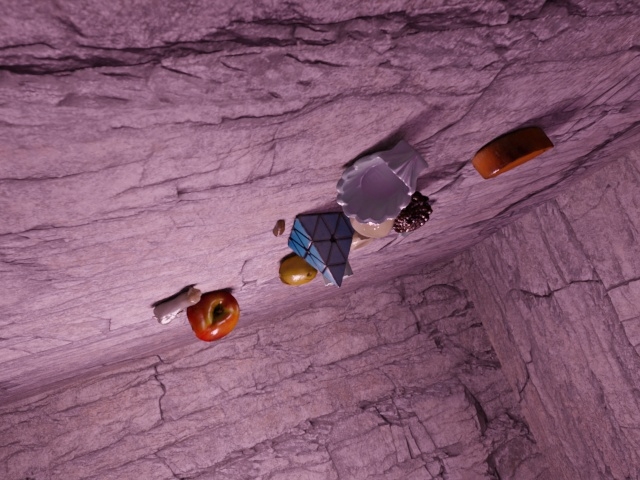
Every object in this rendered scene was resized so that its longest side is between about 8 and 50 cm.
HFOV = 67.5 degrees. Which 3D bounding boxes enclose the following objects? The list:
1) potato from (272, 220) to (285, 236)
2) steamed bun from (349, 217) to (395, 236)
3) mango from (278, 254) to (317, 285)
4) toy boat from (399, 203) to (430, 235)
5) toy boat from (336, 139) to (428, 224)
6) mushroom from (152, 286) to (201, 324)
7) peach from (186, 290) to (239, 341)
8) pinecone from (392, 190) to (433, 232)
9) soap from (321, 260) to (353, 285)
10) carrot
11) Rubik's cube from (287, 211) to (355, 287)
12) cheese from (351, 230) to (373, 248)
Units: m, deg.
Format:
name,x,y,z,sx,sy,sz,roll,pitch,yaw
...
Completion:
name,x,y,z,sx,sy,sz,roll,pitch,yaw
potato,-0.136,-0.037,1.638,0.037,0.036,0.093,-12,163,-21
steamed bun,0.161,-0.104,1.575,0.153,0.169,0.238,4,161,-3
mango,-0.110,0.140,2.160,0.167,0.129,0.262,-11,168,-17
toy boat,0.402,-0.099,2.137,0.134,0.078,0.207,-22,157,-29
toy boat,0.176,-0.170,1.366,0.290,0.199,0.100,-39,-165,40
mushroom,-0.610,0.276,2.036,0.278,0.099,0.096,-31,177,21
peach,-0.522,0.362,2.297,0.249,0.245,0.275,15,164,-18
pinecone,0.330,-0.108,1.800,0.179,0.149,0.195,-25,166,15
soap,0.045,0.075,1.979,0.119,0.197,0.067,-29,163,29
carrot,0.687,-0.301,1.706,0.307,0.100,0.258,-10,165,-44
Rubik's cube,-0.001,-0.002,1.760,0.234,0.228,0.228,17,115,-3
cheese,0.165,0.007,2.181,0.137,0.064,0.227,-14,166,-20
